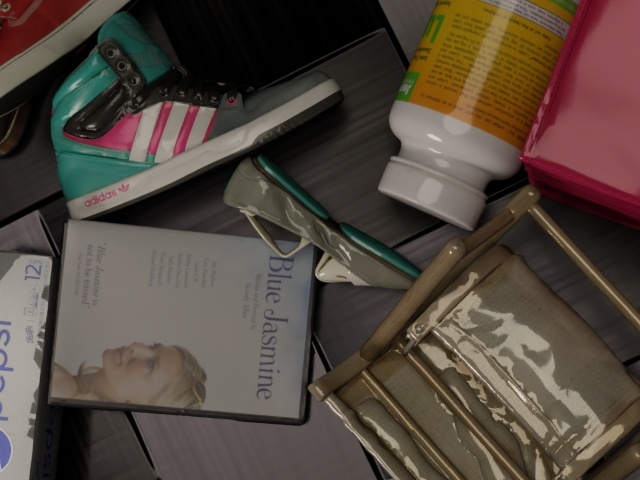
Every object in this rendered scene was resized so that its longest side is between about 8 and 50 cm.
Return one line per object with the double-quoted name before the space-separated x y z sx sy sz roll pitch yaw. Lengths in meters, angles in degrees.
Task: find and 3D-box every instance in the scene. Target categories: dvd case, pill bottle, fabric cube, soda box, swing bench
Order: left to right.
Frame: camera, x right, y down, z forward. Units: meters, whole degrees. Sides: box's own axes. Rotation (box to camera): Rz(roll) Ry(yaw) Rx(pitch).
"soda box" -0.306 0.155 1.777 0.091 0.098 0.286 5 86 8
"dvd case" -0.131 0.080 1.756 0.253 0.022 0.180 6 85 -9
"pill bottle" 0.147 -0.141 1.713 0.136 0.136 0.246 23 88 10
"swing bench" 0.171 0.137 1.656 0.253 0.165 0.255 48 130 9
"fabric cube" 0.346 -0.127 1.620 0.258 0.259 0.254 22 89 10

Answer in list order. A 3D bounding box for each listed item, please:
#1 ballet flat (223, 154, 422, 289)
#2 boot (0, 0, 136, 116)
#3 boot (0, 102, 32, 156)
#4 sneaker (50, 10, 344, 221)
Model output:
"ballet flat" 0.000 0.000 1.748 0.213 0.072 0.068 36 100 -4
"boot" -0.305 -0.238 1.756 0.176 0.088 0.244 45 58 -5
"boot" -0.326 -0.198 1.803 0.082 0.106 0.219 8 86 26
"sneaker" -0.140 -0.149 1.773 0.295 0.124 0.178 -23 91 7
